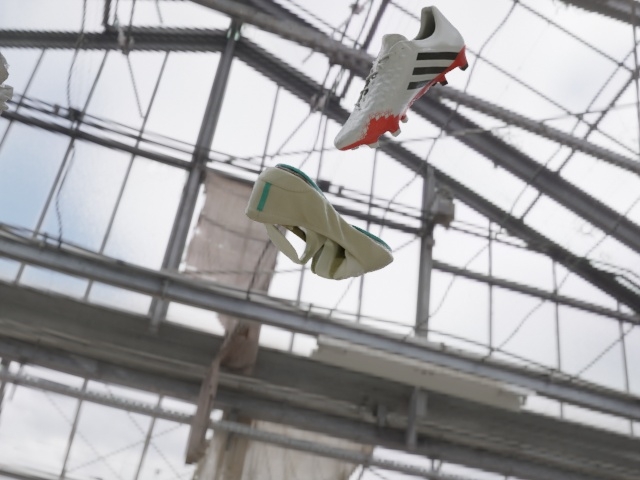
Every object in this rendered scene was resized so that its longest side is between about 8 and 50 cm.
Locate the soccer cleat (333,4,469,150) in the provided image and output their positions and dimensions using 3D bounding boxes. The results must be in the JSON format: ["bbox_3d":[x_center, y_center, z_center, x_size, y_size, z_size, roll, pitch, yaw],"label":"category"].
[{"bbox_3d":[0.032,-0.072,0.406,0.035,0.083,0.029,55,-21,-21],"label":"soccer cleat"}]

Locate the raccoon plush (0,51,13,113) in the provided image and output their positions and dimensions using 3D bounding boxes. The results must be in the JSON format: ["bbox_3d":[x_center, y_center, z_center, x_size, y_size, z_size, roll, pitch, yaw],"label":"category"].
[{"bbox_3d":[-0.501,-0.088,0.731,0.447,0.299,0.216,-19,-48,-29],"label":"raccoon plush"}]

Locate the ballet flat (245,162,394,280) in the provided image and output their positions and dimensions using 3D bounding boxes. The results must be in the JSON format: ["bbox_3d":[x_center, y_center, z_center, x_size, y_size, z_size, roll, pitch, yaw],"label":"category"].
[{"bbox_3d":[0.000,0.000,1.045,0.086,0.086,0.248,-16,-34,29],"label":"ballet flat"}]
